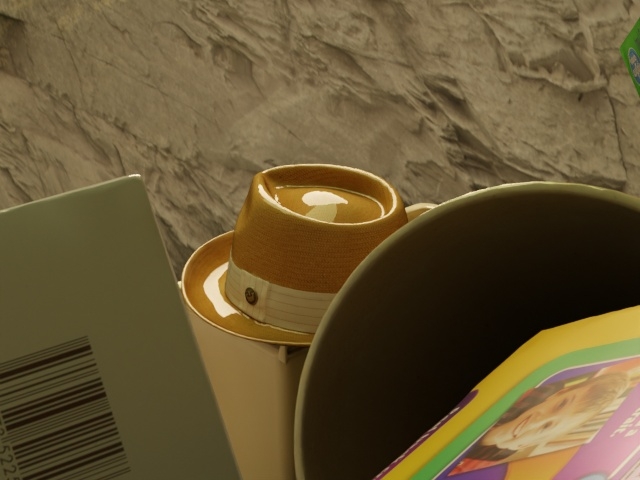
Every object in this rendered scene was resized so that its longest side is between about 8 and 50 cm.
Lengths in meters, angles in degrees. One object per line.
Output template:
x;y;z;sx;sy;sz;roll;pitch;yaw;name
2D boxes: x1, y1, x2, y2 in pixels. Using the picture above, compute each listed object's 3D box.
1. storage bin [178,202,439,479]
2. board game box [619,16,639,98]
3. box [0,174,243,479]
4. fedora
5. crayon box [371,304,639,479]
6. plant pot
0.038;0.133;0.920;0.260;0.262;0.123;-19;27;-35;storage bin
0.251;0.016;0.620;0.064;0.317;0.242;-22;-4;7;board game box
-0.195;0.115;0.717;0.168;0.215;0.345;-18;-2;-26;box
0.000;0.000;0.802;0.194;0.079;0.194;-1;23;0;fedora
0.074;0.139;0.347;0.363;0.106;0.313;-37;6;-29;crayon box
0.155;0.116;0.723;0.256;0.257;0.274;-22;-16;18;plant pot
